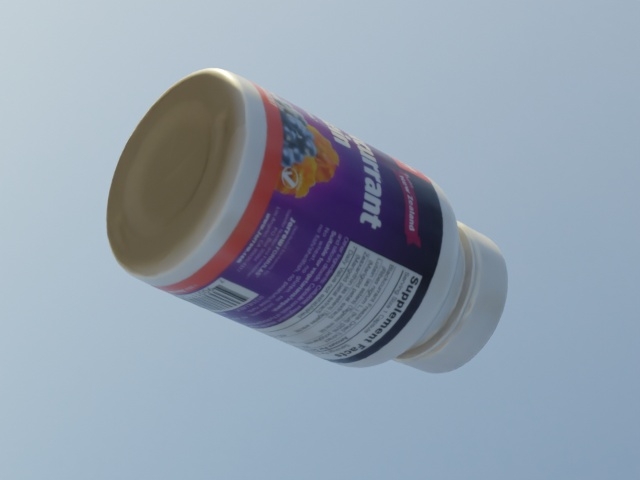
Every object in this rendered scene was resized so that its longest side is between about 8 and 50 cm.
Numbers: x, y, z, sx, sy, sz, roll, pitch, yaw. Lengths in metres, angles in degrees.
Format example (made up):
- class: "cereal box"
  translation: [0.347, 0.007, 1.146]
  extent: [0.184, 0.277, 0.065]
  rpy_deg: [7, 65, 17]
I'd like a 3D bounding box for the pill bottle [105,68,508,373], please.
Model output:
- class: "pill bottle"
  translation: [0.000, 0.000, 0.840]
  extent: [0.108, 0.193, 0.108]
  rpy_deg: [-29, -132, 39]
